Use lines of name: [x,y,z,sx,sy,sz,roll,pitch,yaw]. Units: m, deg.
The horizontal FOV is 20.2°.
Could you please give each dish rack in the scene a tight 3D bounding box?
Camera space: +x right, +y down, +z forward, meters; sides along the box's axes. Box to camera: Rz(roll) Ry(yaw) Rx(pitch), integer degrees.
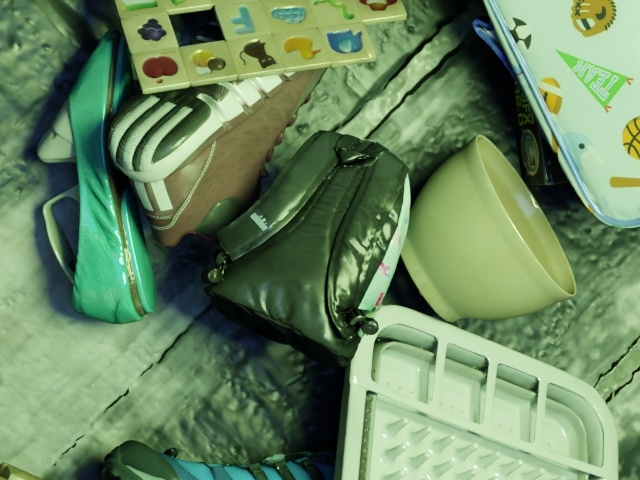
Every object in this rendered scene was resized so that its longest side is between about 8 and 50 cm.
dish rack: [0.122,0.243,1.520,0.285,0.072,0.333,23,54,-25]

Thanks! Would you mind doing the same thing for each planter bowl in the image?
planter bowl: [0.134,0.004,1.556,0.109,0.162,0.162,-31,101,15]

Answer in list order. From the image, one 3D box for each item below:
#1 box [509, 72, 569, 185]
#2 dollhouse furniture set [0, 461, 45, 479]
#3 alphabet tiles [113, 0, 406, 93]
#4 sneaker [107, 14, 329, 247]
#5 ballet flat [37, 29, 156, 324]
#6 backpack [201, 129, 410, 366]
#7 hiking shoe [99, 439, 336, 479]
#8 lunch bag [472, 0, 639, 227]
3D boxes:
box: [0.305,-0.173,1.631,0.270,0.060,0.216,-8,93,-14]
dollhouse furniture set: [-0.293,0.239,1.446,0.144,0.151,0.123,26,86,-12]
alphabet tiles: [-0.056,-0.214,1.500,0.237,0.009,0.198,-9,55,-15]
sneaker: [-0.064,-0.097,1.532,0.281,0.106,0.162,-41,138,-31]
ballet flat: [-0.193,-0.051,1.499,0.087,0.083,0.247,-5,92,6]
backpack: [0.000,0.000,1.493,0.152,0.115,0.182,26,72,2]
hiking shoe: [-0.043,0.231,1.550,0.304,0.113,0.132,26,60,-12]
lunch bag: [0.268,-0.175,1.502,0.243,0.115,0.303,-24,95,20]
